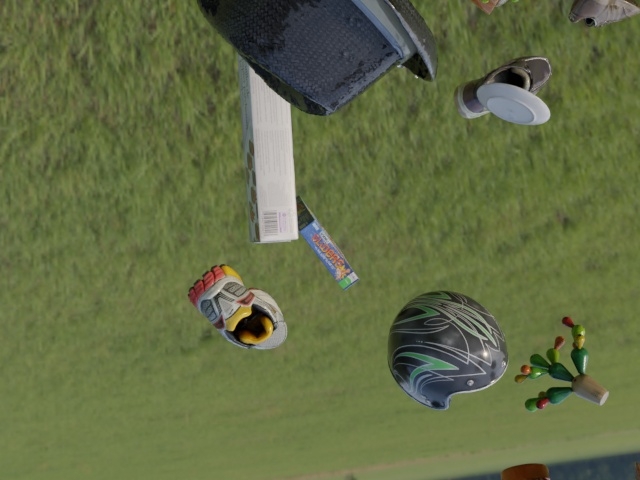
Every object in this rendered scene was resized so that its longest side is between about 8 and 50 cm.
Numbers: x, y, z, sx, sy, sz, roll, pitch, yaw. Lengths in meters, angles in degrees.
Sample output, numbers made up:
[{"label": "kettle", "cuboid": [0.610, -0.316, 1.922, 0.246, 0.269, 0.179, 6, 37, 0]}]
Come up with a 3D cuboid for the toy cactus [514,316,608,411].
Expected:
[{"label": "toy cactus", "cuboid": [0.527, 0.284, 1.706, 0.180, 0.219, 0.112, 31, 168, 37]}]

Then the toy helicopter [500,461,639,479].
[{"label": "toy helicopter", "cuboid": [0.493, 0.481, 1.424, 0.234, 0.140, 0.355, -24, 144, 27]}]

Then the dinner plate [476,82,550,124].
[{"label": "dinner plate", "cuboid": [0.353, -0.246, 1.475, 0.141, 0.017, 0.141, 24, 170, 5]}]

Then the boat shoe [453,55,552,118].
[{"label": "boat shoe", "cuboid": [0.410, -0.333, 1.708, 0.285, 0.103, 0.092, -23, -169, -32]}]

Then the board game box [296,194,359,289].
[{"label": "board game box", "cuboid": [0.000, 0.000, 1.445, 0.035, 0.136, 0.201, -36, -162, 2]}]

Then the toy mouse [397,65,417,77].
[{"label": "toy mouse", "cuboid": [0.127, -0.361, 1.398, 0.143, 0.161, 0.031, -12, 172, -44]}]

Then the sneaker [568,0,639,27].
[{"label": "sneaker", "cuboid": [0.516, -0.426, 1.461, 0.188, 0.066, 0.071, -4, 143, -43]}]

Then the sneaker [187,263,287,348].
[{"label": "sneaker", "cuboid": [-0.100, 0.115, 1.091, 0.088, 0.093, 0.225, -44, 152, 1]}]

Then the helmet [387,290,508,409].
[{"label": "helmet", "cuboid": [0.185, 0.154, 1.174, 0.169, 0.170, 0.162, -1, 148, -22]}]

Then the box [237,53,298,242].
[{"label": "box", "cuboid": [-0.082, -0.158, 1.223, 0.067, 0.324, 0.063, -5, -179, -21]}]

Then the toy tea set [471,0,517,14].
[{"label": "toy tea set", "cuboid": [0.358, -0.485, 1.400, 0.124, 0.200, 0.336, 29, -171, 0]}]

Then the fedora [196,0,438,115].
[{"label": "fedora", "cuboid": [-0.030, -0.253, 0.893, 0.152, 0.334, 0.334, -47, 158, 3]}]
